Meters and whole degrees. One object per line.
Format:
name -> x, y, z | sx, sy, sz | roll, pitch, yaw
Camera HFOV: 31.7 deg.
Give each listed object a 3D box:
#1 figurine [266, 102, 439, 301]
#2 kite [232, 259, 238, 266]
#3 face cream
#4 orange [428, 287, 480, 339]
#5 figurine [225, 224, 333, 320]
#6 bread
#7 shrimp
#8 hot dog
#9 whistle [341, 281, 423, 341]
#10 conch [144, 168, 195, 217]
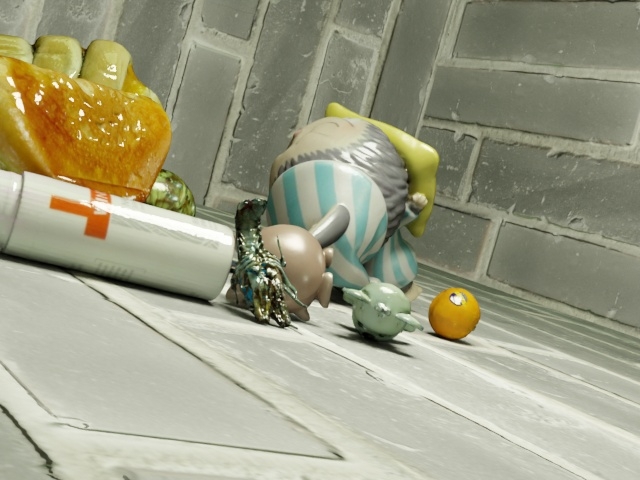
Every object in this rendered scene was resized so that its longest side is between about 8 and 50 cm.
figurine -> 0.000, 0.000, 1.855 | 0.266, 0.361, 0.377 | 14, 35, 37
kite -> -0.190, 0.031, 1.853 | 0.183, 0.014, 0.241 | 12, 4, -17
face cream -> -0.277, -0.012, 1.328 | 0.345, 0.102, 0.102 | 16, 3, -22
orange -> 0.205, 0.113, 1.726 | 0.083, 0.084, 0.083 | 16, 3, -1
figurine -> -0.052, 0.040, 1.459 | 0.138, 0.125, 0.125 | 2, 4, -3
bread -> -0.438, -0.233, 1.945 | 0.341, 0.210, 0.300 | -4, -38, -1
shrimp -> -0.068, 0.034, 1.373 | 0.082, 0.174, 0.076 | -3, -28, -21
hot dog -> -0.378, -0.115, 1.628 | 0.185, 0.223, 0.405 | -19, -14, 30
whistle -> 0.078, 0.096, 1.496 | 0.114, 0.077, 0.236 | 25, -3, 3
conch -> -0.324, -0.075, 2.093 | 0.187, 0.124, 0.181 | 8, -2, 13
